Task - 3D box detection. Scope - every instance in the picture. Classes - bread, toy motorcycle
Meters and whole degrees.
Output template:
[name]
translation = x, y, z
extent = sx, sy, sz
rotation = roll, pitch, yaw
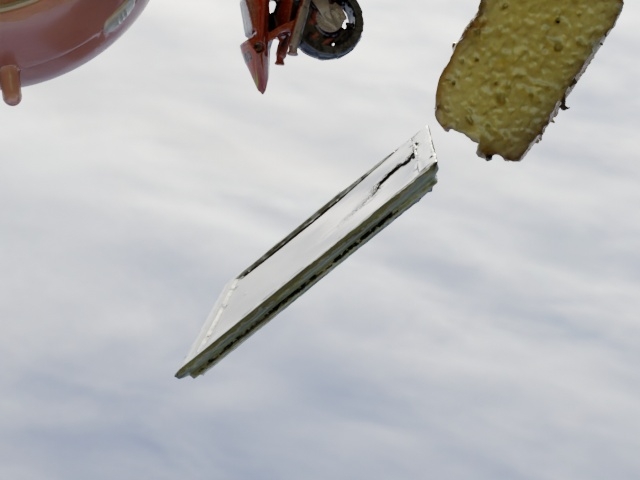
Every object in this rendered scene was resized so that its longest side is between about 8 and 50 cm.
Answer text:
[bread]
translation = 0.222, -0.195, 1.442
extent = 0.143, 0.229, 0.139
rotation = 37, -167, 12
[toy motorcycle]
translation = -0.067, -0.326, 1.528
extent = 0.171, 0.089, 0.298
rotation = -25, -87, -19

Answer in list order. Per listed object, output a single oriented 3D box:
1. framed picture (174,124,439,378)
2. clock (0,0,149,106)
[framed picture]
translation = 0.000, 0.000, 0.969
extent = 0.016, 0.216, 0.273
rotation = 50, -170, -6
[clock]
translation = -0.221, -0.199, 0.924
extent = 0.227, 0.142, 0.241
rotation = 32, -113, 12
